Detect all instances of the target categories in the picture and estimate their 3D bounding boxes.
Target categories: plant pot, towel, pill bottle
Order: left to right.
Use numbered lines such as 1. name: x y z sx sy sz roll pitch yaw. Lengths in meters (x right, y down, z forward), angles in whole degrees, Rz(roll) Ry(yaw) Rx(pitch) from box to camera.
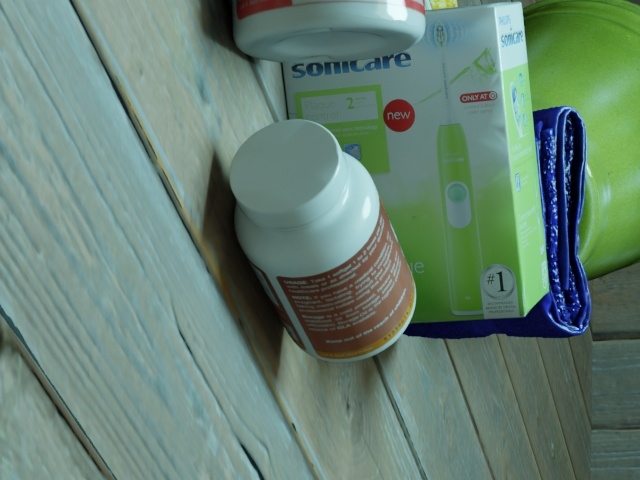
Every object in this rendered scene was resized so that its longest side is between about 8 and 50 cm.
1. pill bottle: 0.000 0.000 1.422 0.216 0.121 0.121 65 25 -53
2. pill bottle: 0.001 -0.300 1.434 0.161 0.161 0.283 15 71 -74
3. towel: 0.159 -0.011 1.783 0.076 0.308 0.227 2 86 -29
4. plant pot: 0.271 -0.092 2.088 0.353 0.366 0.366 -32 117 -60

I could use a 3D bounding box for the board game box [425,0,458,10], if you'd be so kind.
1. board game box: 0.063 -0.269 1.732 0.147 0.045 0.193 -31 122 -31

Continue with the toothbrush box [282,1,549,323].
1. toothbrush box: 0.090 -0.070 1.601 0.122 0.206 0.283 -25 111 -70
